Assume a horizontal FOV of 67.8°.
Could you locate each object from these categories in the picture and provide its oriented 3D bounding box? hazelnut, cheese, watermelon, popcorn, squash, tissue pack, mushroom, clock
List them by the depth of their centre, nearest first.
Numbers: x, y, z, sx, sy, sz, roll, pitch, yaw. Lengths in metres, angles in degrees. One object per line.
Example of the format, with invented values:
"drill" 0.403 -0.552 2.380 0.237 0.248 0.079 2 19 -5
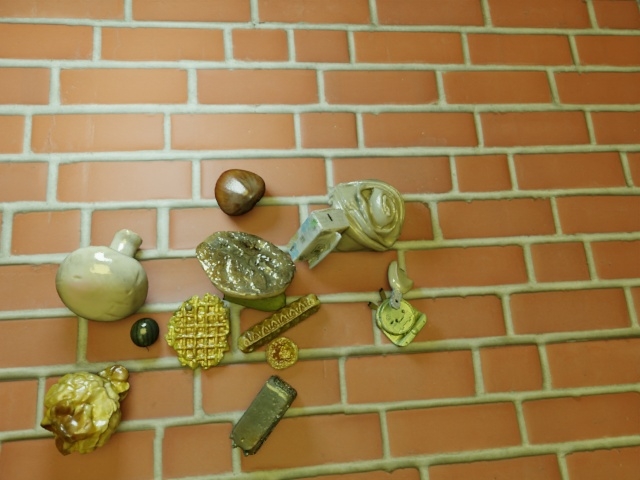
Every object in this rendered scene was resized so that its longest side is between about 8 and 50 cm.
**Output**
"popcorn" -0.818 0.575 1.671 0.264 0.225 0.332 34 53 -9
"mushroom" -0.766 0.135 1.736 0.315 0.315 0.356 40 78 4
"watermelon" -0.660 0.358 1.793 0.105 0.105 0.133 -3 99 -7
"tissue pack" 0.000 0.000 1.849 0.159 0.229 0.145 -9 61 -42
"squash" -0.249 0.203 1.861 0.246 0.132 0.133 17 75 -4
"hazelnut" -0.327 -0.204 1.917 0.210 0.210 0.186 -39 87 -13
"cheese" 0.312 0.189 1.917 0.127 0.049 0.235 40 37 -9
"clock" 0.299 0.303 1.925 0.232 0.069 0.170 41 76 5

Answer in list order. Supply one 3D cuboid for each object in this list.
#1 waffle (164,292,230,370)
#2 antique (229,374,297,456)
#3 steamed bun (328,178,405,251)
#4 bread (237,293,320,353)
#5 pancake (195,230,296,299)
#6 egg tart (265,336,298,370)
"waffle" -0.455 0.350 1.829 0.280 0.060 0.262 -44 93 -6
"antique" -0.217 0.651 1.761 0.125 0.150 0.284 35 84 7
"steamed bun" 0.190 -0.121 1.938 0.323 0.219 0.310 4 75 -6
"bread" -0.161 0.323 1.866 0.367 0.084 0.077 -30 41 -11
"pancake" -0.283 0.090 1.810 0.386 0.082 0.387 18 31 -11
"egg tart" -0.150 0.439 1.849 0.130 0.052 0.131 1 82 -7
